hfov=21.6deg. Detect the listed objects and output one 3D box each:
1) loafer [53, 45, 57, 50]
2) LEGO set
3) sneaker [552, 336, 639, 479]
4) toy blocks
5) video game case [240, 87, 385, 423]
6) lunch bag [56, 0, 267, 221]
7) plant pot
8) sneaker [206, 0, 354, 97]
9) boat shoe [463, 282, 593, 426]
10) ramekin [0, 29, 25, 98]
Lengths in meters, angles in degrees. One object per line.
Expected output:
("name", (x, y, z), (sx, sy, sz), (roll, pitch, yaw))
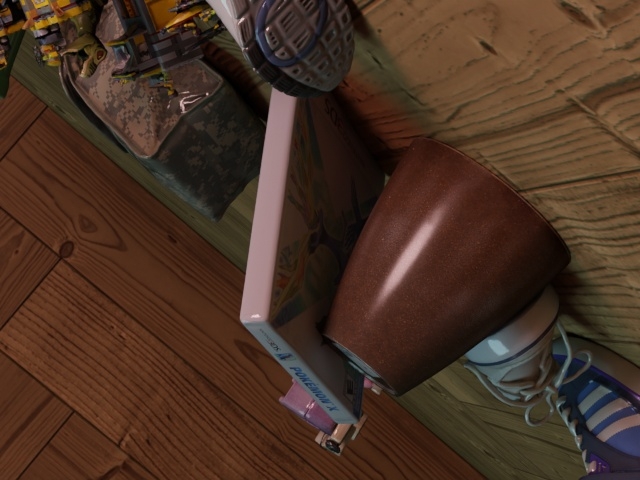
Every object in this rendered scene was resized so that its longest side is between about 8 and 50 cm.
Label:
("loafer", (-0.337, -0.240, 2.470), (0.096, 0.084, 0.267), (36, 171, 23))
("LEGO set", (-0.222, -0.220, 1.753), (0.331, 0.255, 0.192), (0, 114, 59))
("sneaker", (0.329, 0.270, 2.005), (0.322, 0.236, 0.130), (30, 167, 46))
("toy blocks", (-0.002, 0.098, 2.277), (0.260, 0.309, 0.288), (32, 170, 6))
("video game case", (0.000, 0.000, 1.866), (0.036, 0.329, 0.300), (-3, 153, 21))
("lunch bag", (-0.224, -0.193, 2.232), (0.287, 0.169, 0.235), (44, 178, 27))
("plant pot", (0.112, 0.045, 1.798), (0.215, 0.230, 0.215), (39, 172, 7))
("sneaker", (-0.074, -0.256, 1.558), (0.297, 0.111, 0.129), (49, -176, -29))
("boat shoe", (0.238, 0.142, 1.983), (0.156, 0.136, 0.367), (54, 174, 0))
("ramekin", (-0.556, -0.329, 2.368), (0.303, 0.148, 0.303), (24, 180, 0))
